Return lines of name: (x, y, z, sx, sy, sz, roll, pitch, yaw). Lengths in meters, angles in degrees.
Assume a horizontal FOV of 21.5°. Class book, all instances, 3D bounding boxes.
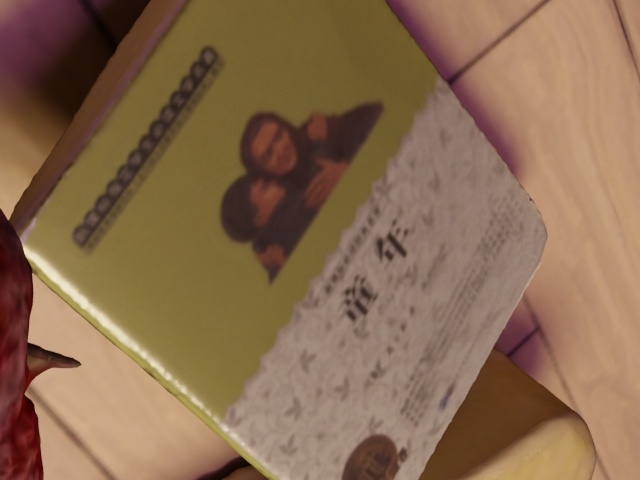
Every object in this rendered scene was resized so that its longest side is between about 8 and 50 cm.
book: (0.000, 0.000, 0.912, 0.239, 0.035, 0.352, -59, 137, -16)

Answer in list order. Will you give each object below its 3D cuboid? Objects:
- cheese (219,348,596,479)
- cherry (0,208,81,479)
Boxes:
cheese: (-0.014, 0.253, 1.099, 0.384, 0.104, 0.384, -22, 131, -27)
cherry: (-0.238, 0.070, 0.704, 0.300, 0.203, 0.230, -19, 134, -28)
